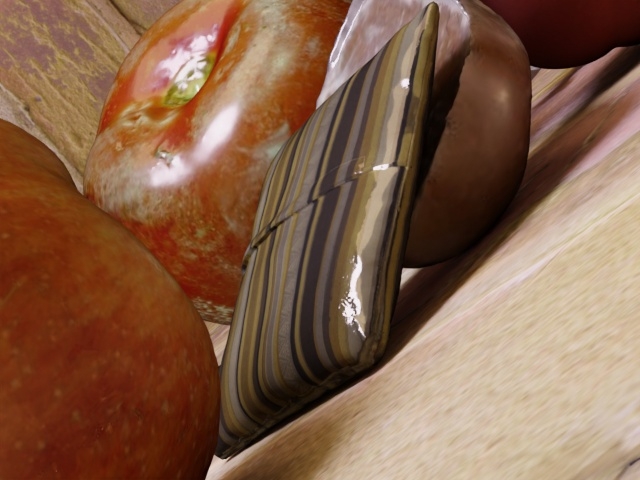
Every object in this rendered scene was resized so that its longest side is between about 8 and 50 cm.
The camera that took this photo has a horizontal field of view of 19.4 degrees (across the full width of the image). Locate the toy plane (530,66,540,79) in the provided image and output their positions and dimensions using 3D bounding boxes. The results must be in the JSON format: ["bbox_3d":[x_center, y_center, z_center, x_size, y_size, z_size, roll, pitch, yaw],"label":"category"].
[{"bbox_3d":[0.190,-0.173,1.584,0.160,0.082,0.234,-5,27,38],"label":"toy plane"}]

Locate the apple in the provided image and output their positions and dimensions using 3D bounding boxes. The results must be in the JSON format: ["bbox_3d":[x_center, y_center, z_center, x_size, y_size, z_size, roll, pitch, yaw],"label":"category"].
[{"bbox_3d":[-0.174,0.067,0.878,0.250,0.277,0.309,-30,8,-34],"label":"apple"}]

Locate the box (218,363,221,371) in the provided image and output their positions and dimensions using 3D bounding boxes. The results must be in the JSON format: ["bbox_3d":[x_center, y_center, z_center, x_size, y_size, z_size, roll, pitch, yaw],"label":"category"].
[{"bbox_3d":[-0.089,0.121,1.493,0.149,0.020,0.073,-40,2,37],"label":"box"}]

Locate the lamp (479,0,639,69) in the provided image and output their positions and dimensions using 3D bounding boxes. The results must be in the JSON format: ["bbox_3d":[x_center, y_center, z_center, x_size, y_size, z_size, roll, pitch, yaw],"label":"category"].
[{"bbox_3d":[0.155,-0.258,1.276,0.303,0.303,0.257,-42,-38,-14],"label":"lamp"}]

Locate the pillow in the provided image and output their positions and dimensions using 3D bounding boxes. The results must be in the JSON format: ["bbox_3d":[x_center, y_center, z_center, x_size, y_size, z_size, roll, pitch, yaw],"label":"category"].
[{"bbox_3d":[0.000,0.000,1.030,0.212,0.052,0.208,138,147,-58],"label":"pillow"}]

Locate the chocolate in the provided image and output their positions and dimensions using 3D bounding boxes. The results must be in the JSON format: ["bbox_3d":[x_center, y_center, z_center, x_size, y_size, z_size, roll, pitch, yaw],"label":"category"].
[{"bbox_3d":[0.067,-0.072,1.119,0.254,0.080,0.157,-137,64,-71],"label":"chocolate"}]

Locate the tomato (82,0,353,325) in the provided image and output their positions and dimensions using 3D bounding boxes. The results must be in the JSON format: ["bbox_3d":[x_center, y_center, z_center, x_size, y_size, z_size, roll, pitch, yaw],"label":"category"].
[{"bbox_3d":[-0.033,-0.058,1.367,0.270,0.222,0.270,-34,34,27],"label":"tomato"}]
